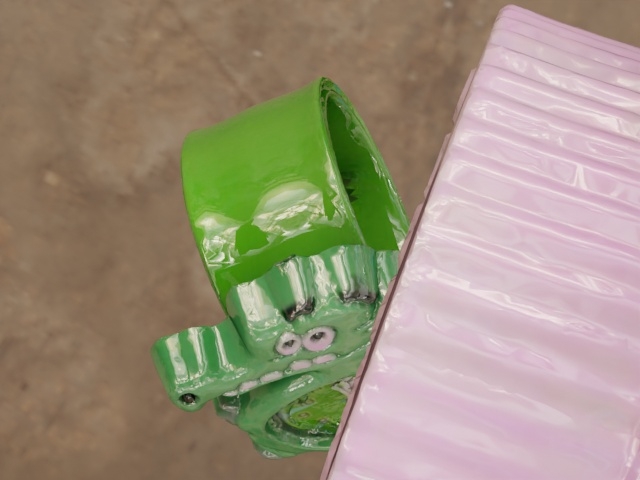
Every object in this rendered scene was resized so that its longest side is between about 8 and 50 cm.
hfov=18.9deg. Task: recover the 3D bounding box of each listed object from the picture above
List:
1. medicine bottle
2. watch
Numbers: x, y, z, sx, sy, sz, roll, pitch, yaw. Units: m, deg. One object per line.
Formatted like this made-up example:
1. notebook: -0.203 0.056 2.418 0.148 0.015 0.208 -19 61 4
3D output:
1. medicine bottle: 0.147 0.073 0.426 0.178 0.291 0.178 21 90 -86
2. watch: 0.000 0.000 0.815 0.131 0.152 0.165 -21 150 14
